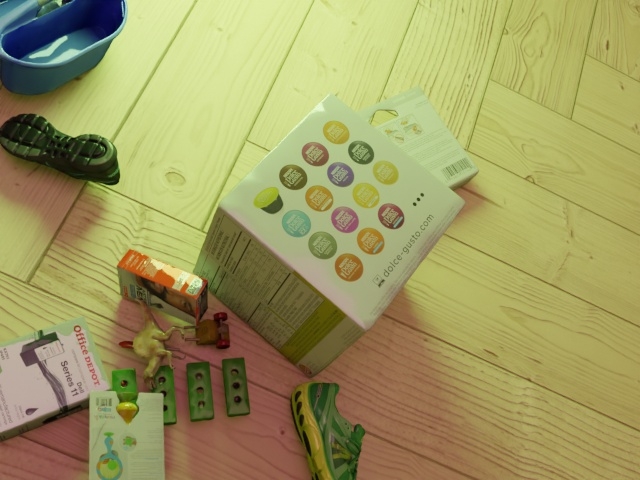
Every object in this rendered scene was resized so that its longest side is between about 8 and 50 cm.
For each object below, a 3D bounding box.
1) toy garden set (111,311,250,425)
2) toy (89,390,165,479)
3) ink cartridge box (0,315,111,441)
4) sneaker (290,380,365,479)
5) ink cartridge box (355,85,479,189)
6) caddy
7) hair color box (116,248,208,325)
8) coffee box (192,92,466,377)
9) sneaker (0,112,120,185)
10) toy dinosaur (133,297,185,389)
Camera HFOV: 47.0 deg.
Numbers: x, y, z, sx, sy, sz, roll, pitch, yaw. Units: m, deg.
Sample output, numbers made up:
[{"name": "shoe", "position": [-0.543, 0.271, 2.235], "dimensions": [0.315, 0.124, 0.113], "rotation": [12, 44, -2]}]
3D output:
[{"name": "toy garden set", "position": [-0.267, 0.246, 1.390], "dimensions": [0.244, 0.049, 0.204], "rotation": [-3, 64, -14]}, {"name": "toy", "position": [-0.336, 0.380, 1.254], "dimensions": [0.137, 0.056, 0.237], "rotation": [12, 64, -36]}, {"name": "ink cartridge box", "position": [-0.492, 0.241, 1.295], "dimensions": [0.208, 0.087, 0.153], "rotation": [-20, 75, -25]}, {"name": "sneaker", "position": [0.037, 0.402, 1.384], "dimensions": [0.123, 0.109, 0.295], "rotation": [-12, 71, -18]}, {"name": "ink cartridge box", "position": [0.184, -0.198, 1.718], "dimensions": [0.296, 0.066, 0.261], "rotation": [-27, 78, -26]}, {"name": "caddy", "position": [-0.557, -0.457, 1.494], "dimensions": [0.241, 0.179, 0.341], "rotation": [48, 53, -5]}, {"name": "hair color box", "position": [-0.298, 0.090, 1.395], "dimensions": [0.167, 0.093, 0.053], "rotation": [20, 49, 8]}, {"name": "coffee box", "position": [0.000, 0.000, 1.417], "dimensions": [0.334, 0.338, 0.337], "rotation": [40, 61, 3]}, {"name": "sneaker", "position": [-0.520, -0.170, 1.465], "dimensions": [0.267, 0.106, 0.101], "rotation": [19, 66, 13]}, {"name": "toy dinosaur", "position": [-0.299, 0.178, 1.357], "dimensions": [0.092, 0.053, 0.183], "rotation": [-5, 65, -14]}]
